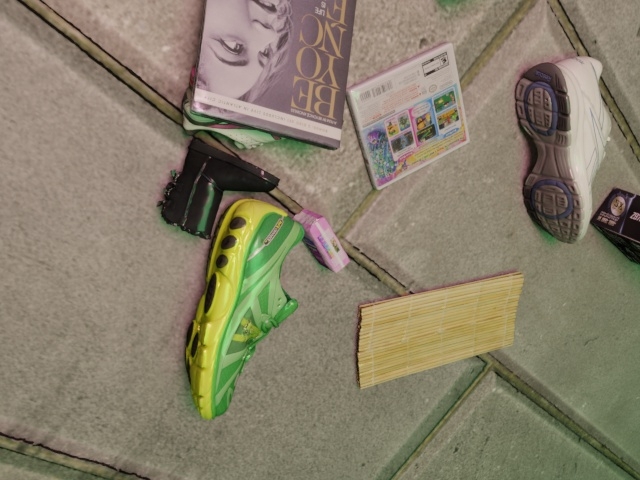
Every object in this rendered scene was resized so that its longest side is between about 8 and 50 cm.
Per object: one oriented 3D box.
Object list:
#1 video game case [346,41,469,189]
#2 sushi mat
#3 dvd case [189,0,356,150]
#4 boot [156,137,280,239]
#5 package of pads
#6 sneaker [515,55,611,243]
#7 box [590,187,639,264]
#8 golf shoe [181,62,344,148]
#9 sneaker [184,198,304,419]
[{"bbox_3d":[0.120,-0.162,0.707,0.157,0.019,0.143,-29,122,-13],"label":"video game case"},{"bbox_3d":[0.200,0.143,0.882,0.317,0.019,0.151,-9,117,-22],"label":"sushi mat"},{"bbox_3d":[-0.040,-0.219,0.554,0.165,0.018,0.221,9,85,-29],"label":"dvd case"},{"bbox_3d":[-0.116,-0.049,0.597,0.121,0.045,0.099,23,92,10],"label":"boot"},{"bbox_3d":[0.000,0.000,0.702,0.032,0.050,0.083,-41,124,-14],"label":"package of pads"},{"bbox_3d":[0.381,-0.129,0.801,0.129,0.111,0.297,-27,122,-20],"label":"sneaker"},{"bbox_3d":[0.588,0.000,0.931,0.180,0.147,0.077,30,97,-32],"label":"box"},{"bbox_3d":[-0.064,-0.142,0.607,0.186,0.067,0.086,6,135,-27],"label":"golf shoe"},{"bbox_3d":[-0.091,0.098,0.667,0.124,0.109,0.295,11,107,-25],"label":"sneaker"}]
